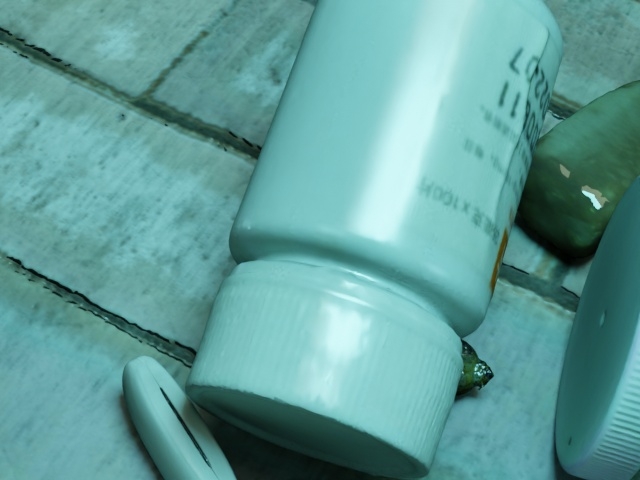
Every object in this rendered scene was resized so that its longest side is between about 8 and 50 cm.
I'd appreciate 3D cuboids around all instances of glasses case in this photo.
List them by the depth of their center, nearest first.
[{"bbox_3d":[-0.106,0.158,0.938,0.041,0.063,0.164,-21,57,-27],"label":"glasses case"}]

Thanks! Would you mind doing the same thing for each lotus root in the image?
[{"bbox_3d":[0.097,0.103,1.035,0.099,0.049,0.054,16,70,2],"label":"lotus root"}]

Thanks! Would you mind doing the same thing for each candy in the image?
[{"bbox_3d":[0.287,-0.075,1.192,0.234,0.102,0.104,-34,63,-32],"label":"candy"}]

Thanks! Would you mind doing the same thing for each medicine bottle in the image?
[{"bbox_3d":[0.046,-0.022,0.954,0.211,0.211,0.372,18,73,4],"label":"medicine bottle"},{"bbox_3d":[0.335,0.094,0.958,0.240,0.252,0.252,15,49,3],"label":"medicine bottle"}]
